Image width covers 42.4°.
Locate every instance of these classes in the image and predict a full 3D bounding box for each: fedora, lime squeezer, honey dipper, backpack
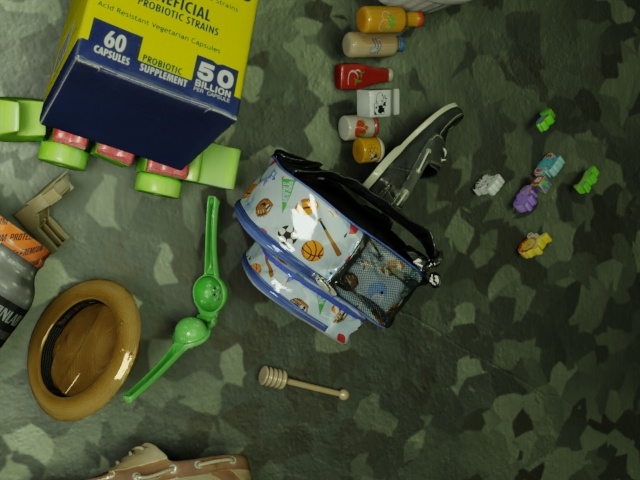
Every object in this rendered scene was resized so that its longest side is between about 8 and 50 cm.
[{"bbox_3d":[-0.305,0.150,1.114,0.194,0.194,0.079,-65,149,-8],"label":"fedora"},{"bbox_3d":[-0.179,0.099,1.171,0.058,0.110,0.311,15,69,14],"label":"lime squeezer"},{"bbox_3d":[-0.021,0.228,1.301,0.160,0.030,0.031,17,86,-27],"label":"honey dipper"},{"bbox_3d":[0.000,0.000,1.185,0.263,0.276,0.213,43,89,-18],"label":"backpack"}]

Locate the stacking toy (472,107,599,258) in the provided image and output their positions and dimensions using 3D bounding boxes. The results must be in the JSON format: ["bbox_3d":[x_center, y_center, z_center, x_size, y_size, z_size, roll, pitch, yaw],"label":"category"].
[{"bbox_3d":[0.384,-0.103,1.460,0.221,0.052,0.167,-49,113,-16],"label":"stacking toy"}]

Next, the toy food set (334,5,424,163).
[{"bbox_3d":[0.093,-0.240,1.276,0.104,0.111,0.233,-8,104,-26],"label":"toy food set"}]

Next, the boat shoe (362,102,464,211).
[{"bbox_3d":[0.161,-0.133,1.312,0.079,0.084,0.233,42,60,5],"label":"boat shoe"}]

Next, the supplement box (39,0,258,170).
[{"bbox_3d":[-0.198,-0.303,1.033,0.194,0.195,0.357,17,67,-25],"label":"supplement box"}]

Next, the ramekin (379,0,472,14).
[{"bbox_3d":[0.156,-0.473,1.260,0.272,0.127,0.273,4,81,-25],"label":"ramekin"}]

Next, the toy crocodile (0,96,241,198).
[{"bbox_3d":[-0.266,-0.133,1.117,0.340,0.105,0.115,16,87,-26],"label":"toy crocodile"}]

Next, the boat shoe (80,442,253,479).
[{"bbox_3d":[-0.249,0.353,1.169,0.324,0.123,0.117,6,58,-17],"label":"boat shoe"}]

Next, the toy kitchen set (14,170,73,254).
[{"bbox_3d":[-0.346,-0.042,1.111,0.075,0.083,0.068,53,31,-19],"label":"toy kitchen set"}]

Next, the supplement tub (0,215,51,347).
[{"bbox_3d":[-0.480,0.097,0.985,0.193,0.193,0.316,38,78,-22],"label":"supplement tub"}]
